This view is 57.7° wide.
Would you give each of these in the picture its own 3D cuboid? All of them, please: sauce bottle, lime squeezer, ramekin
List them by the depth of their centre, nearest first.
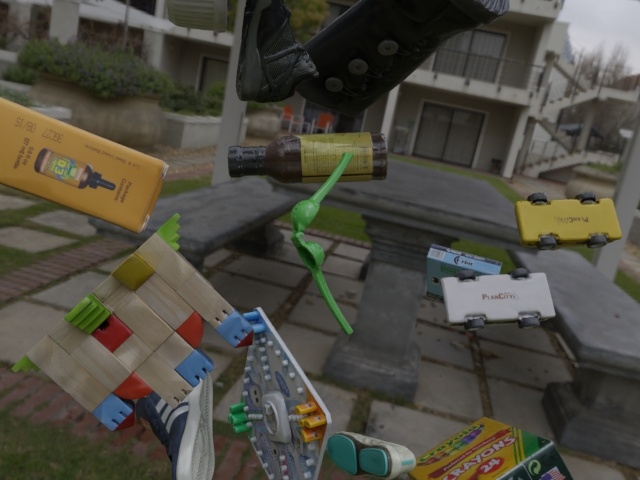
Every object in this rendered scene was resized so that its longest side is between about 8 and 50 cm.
[{"bbox_3d":[0.000,0.000,0.966,0.110,0.310,0.059,8,-13,-39],"label":"lime squeezer"},{"bbox_3d":[-0.239,-0.502,1.097,0.109,0.207,0.207,-4,17,-12],"label":"ramekin"},{"bbox_3d":[-0.028,-0.179,1.267,0.344,0.111,0.111,-1,14,-2],"label":"sauce bottle"}]

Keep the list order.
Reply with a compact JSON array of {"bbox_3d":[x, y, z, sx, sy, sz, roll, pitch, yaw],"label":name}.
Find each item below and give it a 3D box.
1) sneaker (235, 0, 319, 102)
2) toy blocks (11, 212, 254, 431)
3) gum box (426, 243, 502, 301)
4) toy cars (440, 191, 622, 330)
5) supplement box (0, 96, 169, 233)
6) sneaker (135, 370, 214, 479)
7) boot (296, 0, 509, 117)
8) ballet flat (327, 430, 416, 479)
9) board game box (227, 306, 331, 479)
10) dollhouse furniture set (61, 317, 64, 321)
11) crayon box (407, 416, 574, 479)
[{"bbox_3d":[-0.064,-0.342,0.970,0.130,0.227,0.087,1,20,-22],"label":"sneaker"},{"bbox_3d":[-0.301,0.177,1.026,0.261,0.381,0.191,47,-8,-11],"label":"toy blocks"},{"bbox_3d":[0.323,0.092,1.330,0.157,0.041,0.184,16,-29,19],"label":"gum box"},{"bbox_3d":[0.367,0.042,1.034,0.176,0.394,0.087,44,-19,13],"label":"toy cars"},{"bbox_3d":[-0.273,-0.081,0.564,0.233,0.078,0.080,22,-6,-15],"label":"supplement box"},{"bbox_3d":[-0.298,0.373,1.161,0.148,0.131,0.350,-12,25,-4],"label":"sneaker"},{"bbox_3d":[0.066,-0.437,1.112,0.367,0.146,0.445,31,-28,-26],"label":"boot"},{"bbox_3d":[0.068,0.295,0.791,0.052,0.057,0.168,4,-9,-27],"label":"ballet flat"},{"bbox_3d":[-0.119,0.425,1.383,0.050,0.390,0.390,-6,34,-30],"label":"board game box"},{"bbox_3d":[-0.629,0.264,1.614,0.151,0.123,0.144,-9,-4,-25],"label":"dollhouse furniture set"},{"bbox_3d":[0.278,0.418,1.053,0.202,0.081,0.318,-28,-4,-12],"label":"crayon box"}]
